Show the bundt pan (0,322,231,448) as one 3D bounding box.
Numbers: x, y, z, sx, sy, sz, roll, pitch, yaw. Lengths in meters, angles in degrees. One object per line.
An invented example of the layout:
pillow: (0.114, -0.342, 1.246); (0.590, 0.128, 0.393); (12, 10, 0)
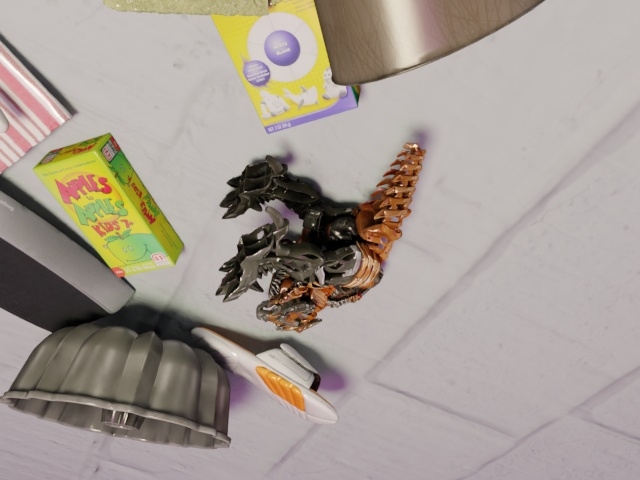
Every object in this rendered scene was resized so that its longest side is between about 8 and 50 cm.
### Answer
bundt pan: (-0.283, 0.220, 0.808); (0.331, 0.124, 0.331); (8, 152, 4)

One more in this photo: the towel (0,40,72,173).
towel: (-0.394, -0.153, 0.609); (0.197, 0.029, 0.144); (-24, 121, 25)

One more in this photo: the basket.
basket: (0.056, -0.260, 0.371); (0.204, 0.154, 0.227); (-31, 119, -9)

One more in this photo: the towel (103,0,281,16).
towel: (-0.099, -0.227, 0.412); (0.148, 0.027, 0.110); (-7, 143, -14)

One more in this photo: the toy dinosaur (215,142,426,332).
toy dinosaur: (0.000, 0.000, 0.636); (0.218, 0.164, 0.322); (19, 113, -27)

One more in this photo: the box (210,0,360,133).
box: (-0.037, -0.198, 0.508); (0.105, 0.043, 0.179); (-13, 126, 18)

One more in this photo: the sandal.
sandal: (-0.076, 0.187, 0.827); (0.265, 0.076, 0.102); (30, 147, 9)

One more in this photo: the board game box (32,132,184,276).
board game box: (-0.261, -0.038, 0.676); (0.092, 0.043, 0.181); (-11, 128, 18)

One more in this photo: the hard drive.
hard drive: (-0.409, 0.041, 0.741); (0.172, 0.054, 0.254); (-21, 132, 25)

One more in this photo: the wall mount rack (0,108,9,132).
wall mount rack: (-0.498, -0.194, 0.523); (0.350, 0.130, 0.304); (-21, 144, 26)
